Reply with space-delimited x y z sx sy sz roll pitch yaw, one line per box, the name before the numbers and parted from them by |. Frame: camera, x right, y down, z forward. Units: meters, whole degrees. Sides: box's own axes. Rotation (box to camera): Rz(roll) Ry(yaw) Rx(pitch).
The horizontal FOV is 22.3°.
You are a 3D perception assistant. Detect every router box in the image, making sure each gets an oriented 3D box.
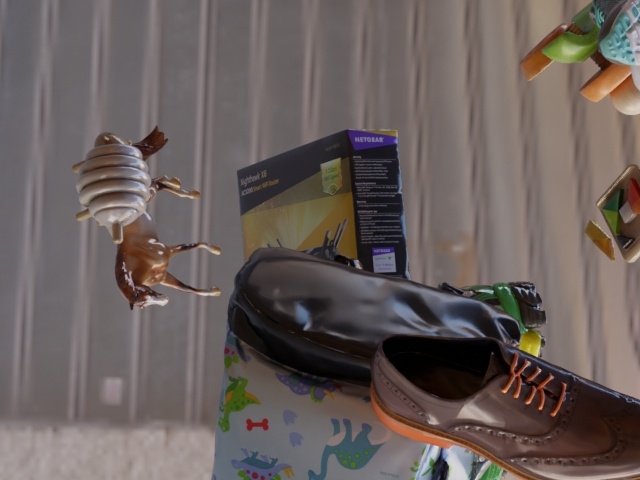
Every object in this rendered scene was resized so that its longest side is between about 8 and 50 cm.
router box | 0.000 0.000 2.131 0.309 0.081 0.242 -16 -103 59

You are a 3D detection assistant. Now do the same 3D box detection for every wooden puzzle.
wooden puzzle | 0.293 -0.025 1.545 0.078 0.014 0.116 60 -42 33

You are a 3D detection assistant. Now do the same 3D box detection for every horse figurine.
horse figurine | -0.219 -0.021 2.080 0.066 0.174 0.263 -39 -118 41

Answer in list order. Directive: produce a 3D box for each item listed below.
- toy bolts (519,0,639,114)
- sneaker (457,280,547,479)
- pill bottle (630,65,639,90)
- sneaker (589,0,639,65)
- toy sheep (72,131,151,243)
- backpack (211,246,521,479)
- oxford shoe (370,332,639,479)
toy bolts | 0.420 -0.270 2.306 0.228 0.158 0.218 -45 -177 -19
sneaker | 0.151 0.187 1.909 0.134 0.146 0.343 -105 -158 -56
pill bottle | 0.403 -0.193 1.592 0.108 0.180 0.107 6 90 -66
sneaker | 0.275 -0.200 1.468 0.166 0.076 0.065 -45 121 -49
toy sheep | -0.230 -0.059 1.799 0.091 0.091 0.132 106 -25 -74
backpack | 0.017 0.228 1.594 0.273 0.290 0.355 -52 155 -53
oxford shoe | 0.169 0.139 1.342 0.098 0.271 0.096 80 23 -58
